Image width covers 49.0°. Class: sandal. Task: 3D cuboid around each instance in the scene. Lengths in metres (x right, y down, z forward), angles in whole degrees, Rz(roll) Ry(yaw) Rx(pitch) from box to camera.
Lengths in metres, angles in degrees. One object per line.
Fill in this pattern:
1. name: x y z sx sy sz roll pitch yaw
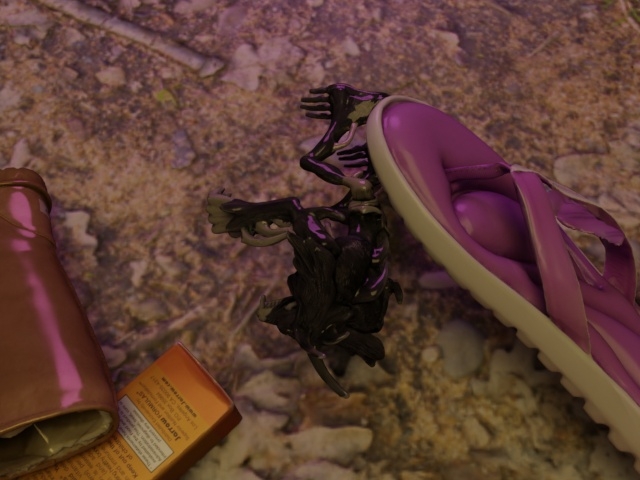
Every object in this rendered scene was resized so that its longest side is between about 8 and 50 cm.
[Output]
1. sandal: 0.209 0.023 0.564 0.416 0.102 0.169 47 37 0

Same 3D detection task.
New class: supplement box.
1. supplement box: -0.174 0.188 0.552 0.233 0.078 0.080 -42 74 -17

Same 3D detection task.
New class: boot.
1. boot: -0.304 0.067 0.551 0.236 0.089 0.269 -21 53 -10

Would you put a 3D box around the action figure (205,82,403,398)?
1. action figure: 0.000 0.000 0.584 0.141 0.164 0.276 -11 42 30

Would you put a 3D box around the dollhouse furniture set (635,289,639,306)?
1. dollhouse furniture set: 0.416 0.104 0.531 0.151 0.197 0.301 -27 71 -10
